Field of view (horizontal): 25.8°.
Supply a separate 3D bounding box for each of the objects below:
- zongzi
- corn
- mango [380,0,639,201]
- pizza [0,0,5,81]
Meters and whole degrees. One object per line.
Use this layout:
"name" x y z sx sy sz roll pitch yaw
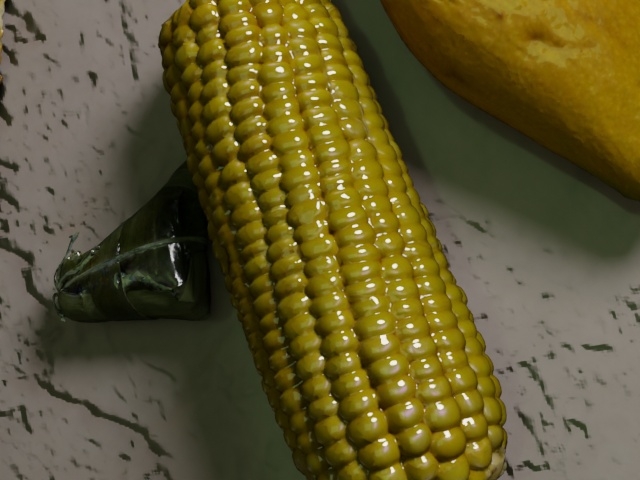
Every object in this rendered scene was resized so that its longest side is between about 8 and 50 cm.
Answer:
"zongzi" -0.126 -0.004 0.934 0.109 0.055 0.119 -4 74 14
"corn" 0.000 0.000 0.861 0.144 0.144 0.387 -26 78 10
"mango" 0.132 -0.161 0.852 0.176 0.119 0.317 -37 84 0
"pizza" -0.275 -0.115 0.977 0.178 0.041 0.131 -26 83 10
